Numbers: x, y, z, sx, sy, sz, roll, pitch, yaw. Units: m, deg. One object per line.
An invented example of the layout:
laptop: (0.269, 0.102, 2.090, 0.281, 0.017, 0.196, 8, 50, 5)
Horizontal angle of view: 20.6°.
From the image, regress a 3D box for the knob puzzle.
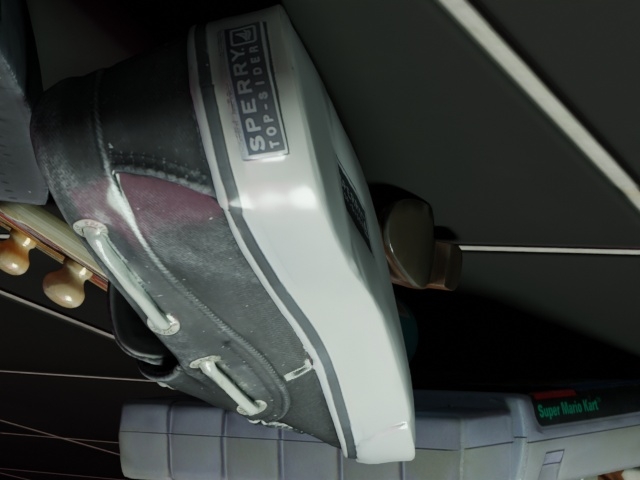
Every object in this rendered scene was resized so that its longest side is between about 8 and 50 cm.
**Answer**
knob puzzle: (-0.113, 0.014, 0.784, 0.213, 0.030, 0.213, 33, 173, 4)

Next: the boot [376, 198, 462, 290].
boot: (0.000, 0.000, 0.832, 0.114, 0.037, 0.106, 8, 166, 21)

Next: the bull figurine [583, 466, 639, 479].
bull figurine: (0.208, 0.214, 1.499, 0.310, 0.101, 0.188, 15, 162, -37)

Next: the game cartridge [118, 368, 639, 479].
game cartridge: (0.074, 0.111, 1.084, 0.230, 0.068, 0.355, -5, 176, 31)

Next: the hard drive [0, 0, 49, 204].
hard drive: (-0.174, -0.071, 0.568, 0.172, 0.054, 0.254, 8, 167, -1)

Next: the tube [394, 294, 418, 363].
tube: (-0.002, 0.042, 0.906, 0.080, 0.052, 0.207, 5, 174, 20)

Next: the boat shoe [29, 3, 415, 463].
boat shoe: (-0.029, 0.018, 0.668, 0.102, 0.108, 0.301, -13, 157, 6)
